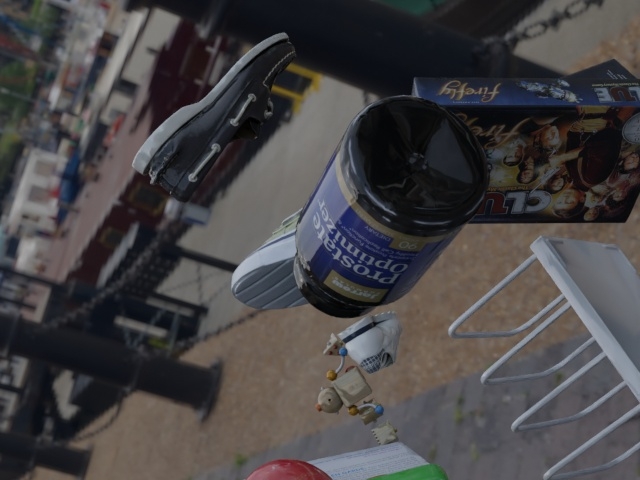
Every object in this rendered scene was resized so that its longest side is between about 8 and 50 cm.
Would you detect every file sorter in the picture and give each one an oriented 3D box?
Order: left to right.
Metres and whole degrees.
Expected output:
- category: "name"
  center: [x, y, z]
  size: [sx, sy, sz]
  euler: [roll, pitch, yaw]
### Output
- category: "file sorter"
  center: [0.304, 0.159, 1.216]
  size: [0.173, 0.193, 0.277]
  euler: [-46, 61, 28]

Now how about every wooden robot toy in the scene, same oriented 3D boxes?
- category: "wooden robot toy"
  center: [0.033, 0.218, 1.522]
  size: [0.079, 0.173, 0.076]
  euler: [-31, -5, -2]

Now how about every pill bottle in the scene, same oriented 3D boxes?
- category: "pill bottle"
  center: [0.048, -0.017, 0.943]
  size: [0.219, 0.123, 0.122]
  euler: [121, 161, -59]

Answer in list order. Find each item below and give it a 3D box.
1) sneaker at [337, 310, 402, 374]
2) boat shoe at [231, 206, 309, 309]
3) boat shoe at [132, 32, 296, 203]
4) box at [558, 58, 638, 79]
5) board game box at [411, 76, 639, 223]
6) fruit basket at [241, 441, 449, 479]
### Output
- category: "sneaker"
  center: [0.102, 0.188, 2.004]
  size: [0.090, 0.094, 0.235]
  euler: [-37, -11, 19]
- category: "boat shoe"
  center: [0.000, 0.000, 1.437]
  size: [0.302, 0.109, 0.094]
  euler: [-30, 40, 37]
- category: "boat shoe"
  center: [-0.049, -0.068, 0.606]
  size: [0.125, 0.038, 0.046]
  euler: [-47, -1, -35]
- category: "box"
  center: [0.426, -0.176, 1.661]
  size: [0.156, 0.158, 0.093]
  euler: [50, 144, 27]
- category: "board game box"
  center: [0.201, -0.084, 1.075]
  size: [0.165, 0.243, 0.042]
  euler: [97, 170, -50]
- category: "fruit basket"
  center: [0.000, 0.304, 1.102]
  size: [0.353, 0.327, 0.165]
  euler: [-168, 69, -71]
